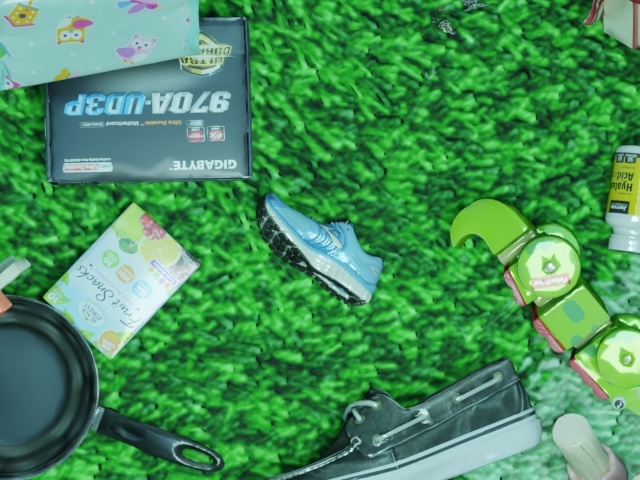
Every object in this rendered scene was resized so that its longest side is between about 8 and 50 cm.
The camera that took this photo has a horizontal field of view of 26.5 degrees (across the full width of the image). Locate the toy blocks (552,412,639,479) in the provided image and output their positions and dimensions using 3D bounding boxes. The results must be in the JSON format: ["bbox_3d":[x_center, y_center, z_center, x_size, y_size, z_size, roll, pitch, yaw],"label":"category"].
[{"bbox_3d":[0.320,0.400,1.417,0.288,0.309,0.260,-48,137,-12],"label":"toy blocks"}]

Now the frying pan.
[{"bbox_3d":[-0.268,0.152,1.444,0.326,0.053,0.197,-2,91,-4],"label":"frying pan"}]

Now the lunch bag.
[{"bbox_3d":[-0.256,-0.299,1.385,0.223,0.160,0.262,-13,55,-13],"label":"lunch bag"}]

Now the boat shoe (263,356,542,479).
[{"bbox_3d":[0.072,0.216,1.466,0.335,0.121,0.119,-17,84,-17],"label":"boat shoe"}]

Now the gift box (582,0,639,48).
[{"bbox_3d":[0.415,-0.305,1.379,0.276,0.255,0.258,-40,58,-19],"label":"gift box"}]

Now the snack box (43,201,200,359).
[{"bbox_3d":[-0.212,0.043,1.463,0.100,0.037,0.141,44,86,-3],"label":"snack box"}]

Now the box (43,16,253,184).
[{"bbox_3d":[-0.185,-0.149,1.460,0.220,0.051,0.175,-1,89,-6],"label":"box"}]

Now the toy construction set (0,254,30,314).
[{"bbox_3d":[-0.445,-0.023,1.389,0.215,0.151,0.327,-40,80,-6],"label":"toy construction set"}]

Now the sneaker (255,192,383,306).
[{"bbox_3d":[0.000,0.000,1.485,0.162,0.063,0.073,39,68,-9],"label":"sneaker"}]

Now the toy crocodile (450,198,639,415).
[{"bbox_3d":[0.278,0.084,1.479,0.105,0.115,0.340,-40,92,14],"label":"toy crocodile"}]

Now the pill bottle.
[{"bbox_3d":[0.352,-0.044,1.510,0.065,0.065,0.116,9,89,-6],"label":"pill bottle"}]

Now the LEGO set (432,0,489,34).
[{"bbox_3d":[0.155,-0.270,1.515,0.083,0.023,0.054,-42,92,8],"label":"LEGO set"}]
